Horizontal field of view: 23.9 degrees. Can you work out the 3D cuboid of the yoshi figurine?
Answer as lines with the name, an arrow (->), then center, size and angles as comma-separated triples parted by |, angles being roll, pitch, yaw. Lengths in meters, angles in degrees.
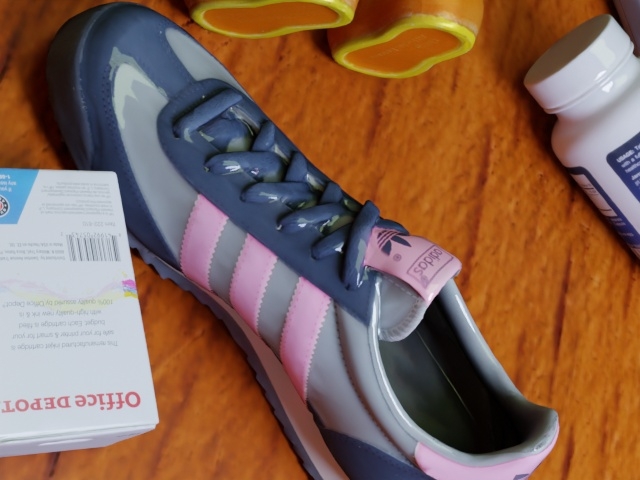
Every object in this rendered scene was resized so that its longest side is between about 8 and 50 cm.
yoshi figurine -> 0.001, -0.284, 0.872 | 0.203, 0.203, 0.362 | 4, 82, 4

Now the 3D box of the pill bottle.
pill bottle -> 0.208, -0.058, 0.964 | 0.169, 0.094, 0.094 | 49, 49, -14

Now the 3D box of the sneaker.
sneaker -> 0.000, 0.000, 0.742 | 0.319, 0.131, 0.112 | 51, 49, -11

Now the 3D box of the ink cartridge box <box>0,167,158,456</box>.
ink cartridge box -> -0.129, 0.033, 0.675 | 0.088, 0.052, 0.122 | 0, 71, -39

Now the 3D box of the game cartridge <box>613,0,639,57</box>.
game cartridge -> 0.333, -0.226, 1.104 | 0.294, 0.060, 0.196 | -15, 76, -20
